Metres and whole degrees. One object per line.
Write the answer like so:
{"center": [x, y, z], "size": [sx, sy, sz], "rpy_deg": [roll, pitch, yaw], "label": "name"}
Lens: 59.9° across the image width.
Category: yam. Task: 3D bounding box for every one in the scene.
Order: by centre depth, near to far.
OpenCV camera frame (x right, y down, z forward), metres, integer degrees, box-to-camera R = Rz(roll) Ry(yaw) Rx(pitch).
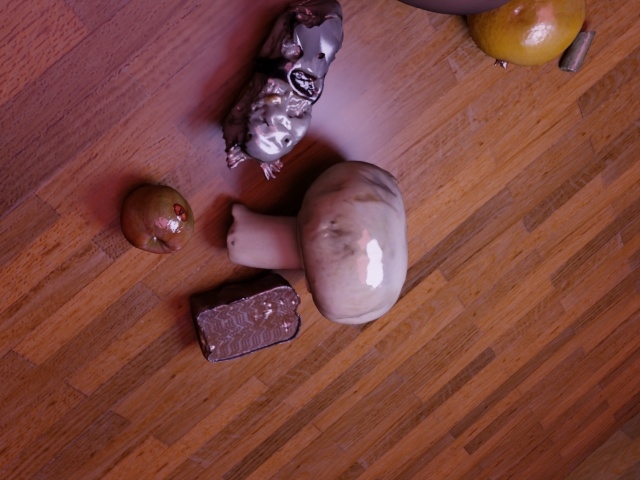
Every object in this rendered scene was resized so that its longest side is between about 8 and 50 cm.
{"center": [0.566, -0.418, 1.223], "size": [0.043, 0.043, 0.094], "rpy_deg": [7, 111, -29], "label": "yam"}

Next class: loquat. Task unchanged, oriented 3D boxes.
{"center": [0.384, -0.426, 1.037], "size": [0.208, 0.208, 0.208], "rpy_deg": [-11, 120, -21], "label": "loquat"}

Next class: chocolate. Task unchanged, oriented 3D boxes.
{"center": [-0.152, 0.152, 1.142], "size": [0.214, 0.093, 0.148], "rpy_deg": [-15, 123, -17], "label": "chocolate"}

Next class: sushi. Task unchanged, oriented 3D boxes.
{"center": [-0.061, -0.267, 0.941], "size": [0.124, 0.130, 0.332], "rpy_deg": [20, 105, -33], "label": "sushi"}

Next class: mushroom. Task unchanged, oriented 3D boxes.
{"center": [0.000, 0.000, 1.058], "size": [0.336, 0.314, 0.314], "rpy_deg": [6, 117, 7], "label": "mushroom"}

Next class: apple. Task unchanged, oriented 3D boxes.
{"center": [-0.284, -0.036, 0.966], "size": [0.126, 0.101, 0.126], "rpy_deg": [-2, 153, -1], "label": "apple"}

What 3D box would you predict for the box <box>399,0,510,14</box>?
{"center": [0.207, -0.502, 0.853], "size": [0.216, 0.301, 0.300], "rpy_deg": [-3, 119, -49], "label": "box"}
